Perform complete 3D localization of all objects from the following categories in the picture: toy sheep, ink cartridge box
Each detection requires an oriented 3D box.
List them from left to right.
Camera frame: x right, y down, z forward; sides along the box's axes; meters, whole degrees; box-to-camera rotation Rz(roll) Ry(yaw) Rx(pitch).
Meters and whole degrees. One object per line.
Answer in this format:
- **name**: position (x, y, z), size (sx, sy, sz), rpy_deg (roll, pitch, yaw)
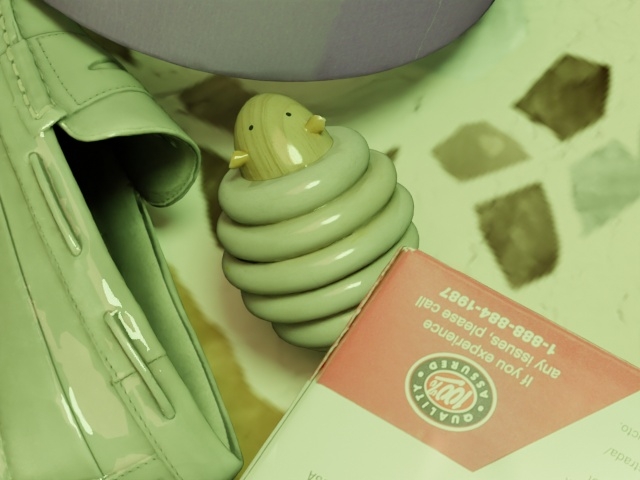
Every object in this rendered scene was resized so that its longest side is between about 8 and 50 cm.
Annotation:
- **toy sheep**: position (0.000, 0.000, 0.607), size (0.091, 0.132, 0.091), rpy_deg (-23, 21, 10)
- **ink cartridge box**: position (0.042, 0.176, 0.506), size (0.207, 0.117, 0.283), rpy_deg (29, 72, 21)

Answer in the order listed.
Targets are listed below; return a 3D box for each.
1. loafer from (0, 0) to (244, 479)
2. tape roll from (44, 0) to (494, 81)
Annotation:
- **loafer**: position (-0.104, -0.032, 0.632), size (0.111, 0.112, 0.319), rpy_deg (-19, 72, 13)
- **tape roll**: position (-0.028, -0.201, 0.655), size (0.274, 0.090, 0.275), rpy_deg (9, 52, -12)
